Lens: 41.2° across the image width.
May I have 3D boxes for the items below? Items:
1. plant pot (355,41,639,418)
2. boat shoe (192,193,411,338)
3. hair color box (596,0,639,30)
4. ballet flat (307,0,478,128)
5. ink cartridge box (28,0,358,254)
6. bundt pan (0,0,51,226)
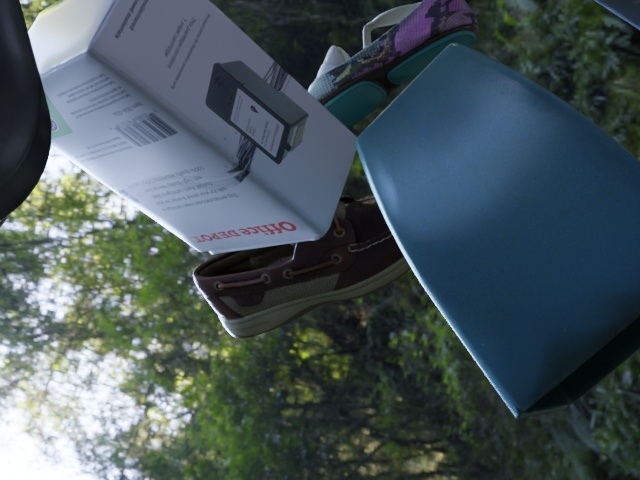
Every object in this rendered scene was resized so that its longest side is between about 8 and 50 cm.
[{"bbox_3d":[0.146,-0.018,0.619,0.166,0.234,0.165,-45,-25,14],"label":"plant pot"},{"bbox_3d":[0.000,0.000,1.039,0.123,0.342,0.123,55,-160,-30],"label":"boat shoe"},{"bbox_3d":[0.154,-0.218,0.426,0.374,0.113,0.185,22,-132,-27],"label":"hair color box"},{"bbox_3d":[0.053,-0.180,0.866,0.077,0.221,0.079,20,-138,-62],"label":"ballet flat"},{"bbox_3d":[-0.130,-0.108,0.787,0.273,0.198,0.115,38,-120,-34],"label":"ink cartridge box"},{"bbox_3d":[-0.264,-0.025,0.354,0.331,0.330,0.124,-17,-99,-59],"label":"bundt pan"}]
